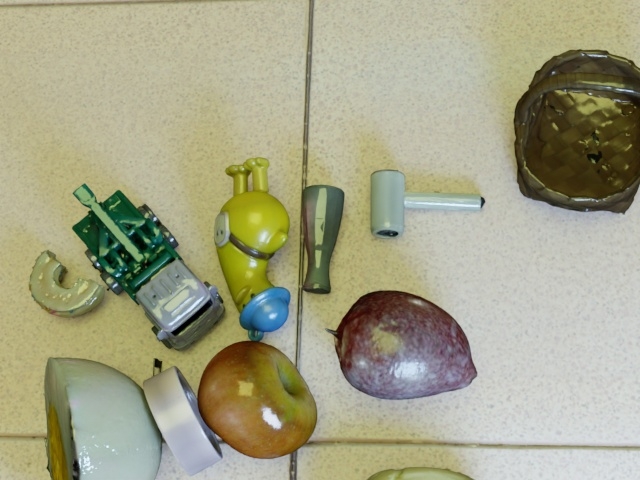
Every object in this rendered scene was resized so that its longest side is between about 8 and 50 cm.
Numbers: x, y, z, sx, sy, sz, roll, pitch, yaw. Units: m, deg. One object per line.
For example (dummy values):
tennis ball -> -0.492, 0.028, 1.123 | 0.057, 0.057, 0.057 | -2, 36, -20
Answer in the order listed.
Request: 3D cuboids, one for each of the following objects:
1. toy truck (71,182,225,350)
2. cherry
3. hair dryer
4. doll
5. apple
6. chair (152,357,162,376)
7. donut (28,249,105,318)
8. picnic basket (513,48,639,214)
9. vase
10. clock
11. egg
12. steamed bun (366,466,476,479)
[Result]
toy truck -> -0.354, 0.046, 1.931 | 0.176, 0.178, 0.363 | -41, 74, -10
cherry -> 0.150, 0.197, 1.798 | 0.300, 0.230, 0.203 | 17, 85, -4
hair dryer -> 0.219, -0.069, 1.981 | 0.236, 0.073, 0.131 | 2, 72, -3
doll -> -0.137, 0.023, 1.950 | 0.199, 0.145, 0.363 | -14, 74, 43
apple -> -0.120, 0.300, 1.796 | 0.173, 0.210, 0.235 | -35, 94, 15
chair -> -0.311, 0.275, 1.913 | 0.042, 0.037, 0.086 | -1, 74, 18
donut -> -0.525, 0.103, 1.983 | 0.166, 0.065, 0.108 | 31, 76, 15
picnic basket -> 0.522, -0.236, 1.870 | 0.293, 0.337, 0.337 | 11, 71, 9
vase -> 0.000, 0.000, 1.964 | 0.086, 0.086, 0.214 | 2, 75, 7
clock -> -0.254, 0.333, 1.801 | 0.068, 0.197, 0.197 | -27, 70, -5
egg -> -0.393, 0.355, 1.777 | 0.201, 0.337, 0.337 | -6, 67, -27
steamed bun -> 0.188, 0.524, 1.709 | 0.273, 0.166, 0.232 | 4, 58, 1
